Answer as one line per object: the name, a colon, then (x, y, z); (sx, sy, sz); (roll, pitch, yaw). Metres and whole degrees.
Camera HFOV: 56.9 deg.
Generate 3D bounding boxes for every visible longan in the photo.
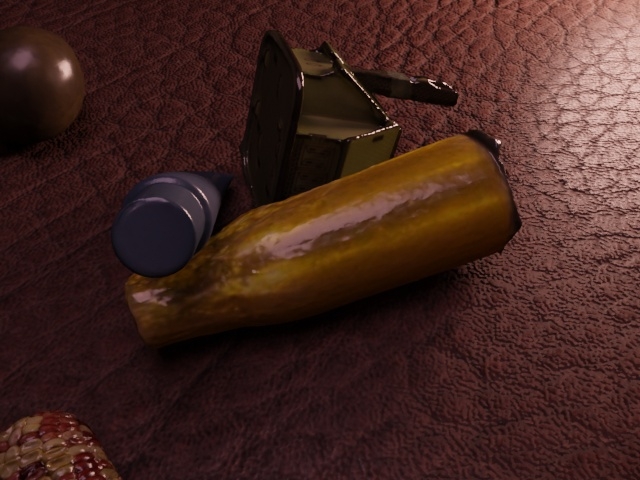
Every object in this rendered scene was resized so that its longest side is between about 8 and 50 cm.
longan: (-0.456, -0.226, 0.902); (0.185, 0.159, 0.204); (29, 91, 44)

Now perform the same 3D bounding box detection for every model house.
model house: (0.050, -0.142, 0.816); (0.278, 0.218, 0.205); (4, 36, -20)

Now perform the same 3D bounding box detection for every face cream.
face cream: (-0.161, -0.038, 0.656); (0.135, 0.086, 0.385); (-18, 13, -5)

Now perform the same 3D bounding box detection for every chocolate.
chocolate: (0.000, 0.000, 0.681); (0.445, 0.162, 0.162); (-18, 50, -13)

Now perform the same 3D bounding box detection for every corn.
corn: (-0.183, 0.263, 0.482); (0.098, 0.098, 0.290); (-30, 56, -25)
